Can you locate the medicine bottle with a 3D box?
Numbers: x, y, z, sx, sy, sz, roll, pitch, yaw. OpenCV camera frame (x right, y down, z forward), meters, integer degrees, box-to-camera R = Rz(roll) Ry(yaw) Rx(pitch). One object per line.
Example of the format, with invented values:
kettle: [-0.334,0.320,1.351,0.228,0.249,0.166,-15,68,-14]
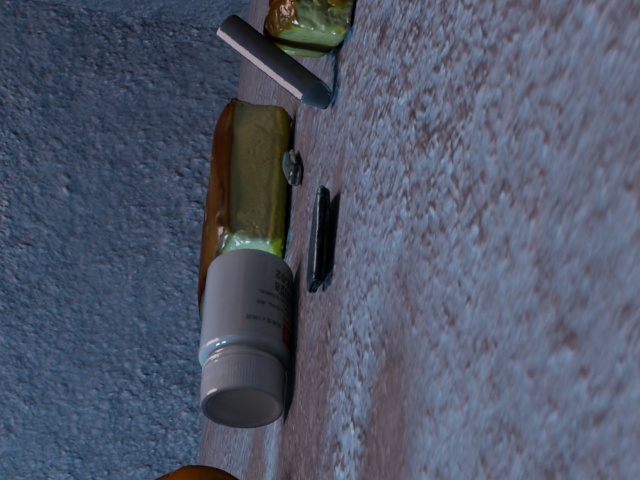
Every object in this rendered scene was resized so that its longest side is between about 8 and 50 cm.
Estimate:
medicine bottle: [-0.114,0.148,1.937,0.144,0.144,0.252,106,170,-50]

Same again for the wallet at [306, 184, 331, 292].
wallet: [0.000,0.000,1.664,0.088,0.026,0.129,112,163,-76]

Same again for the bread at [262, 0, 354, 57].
bread: [-0.017,-0.368,1.837,0.274,0.114,0.185,-162,79,-80]

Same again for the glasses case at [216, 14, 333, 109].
glasses case: [-0.066,-0.257,1.842,0.042,0.190,0.072,-53,-25,7]

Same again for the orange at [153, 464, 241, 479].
orange: [-0.172,0.433,1.760,0.240,0.239,0.240,-173,90,-82]

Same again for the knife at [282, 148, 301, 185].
knife: [-0.048,-0.125,2.155,0.162,0.023,0.044,-113,36,-76]

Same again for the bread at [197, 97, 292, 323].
bread: [-0.145,-0.046,2.360,0.324,0.143,0.333,106,168,-53]
